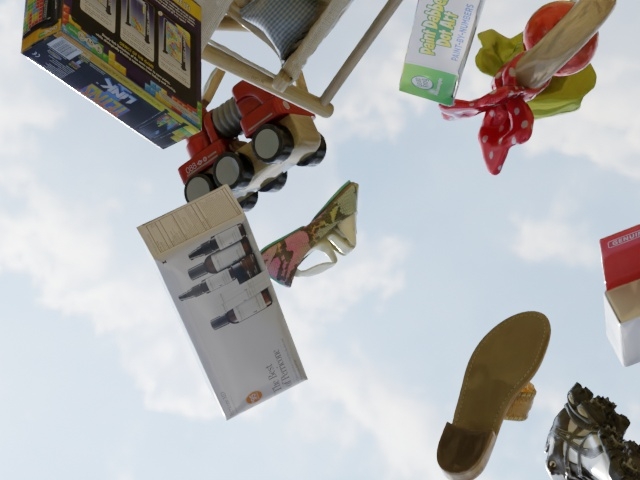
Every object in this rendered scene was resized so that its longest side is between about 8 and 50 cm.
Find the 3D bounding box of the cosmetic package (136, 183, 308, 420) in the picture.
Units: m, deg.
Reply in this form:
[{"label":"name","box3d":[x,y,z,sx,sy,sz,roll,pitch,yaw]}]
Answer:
[{"label":"cosmetic package","box3d":[-0.092,0.066,1.470,0.098,0.239,0.060,-25,-138,-7]}]

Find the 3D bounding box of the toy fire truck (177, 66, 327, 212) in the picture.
[{"label":"toy fire truck","box3d":[-0.121,-0.187,2.239,0.158,0.217,0.246,0,-118,-56]}]

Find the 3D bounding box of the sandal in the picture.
[{"label":"sandal","box3d":[0.212,0.199,1.797,0.088,0.079,0.240,12,-124,33]}]

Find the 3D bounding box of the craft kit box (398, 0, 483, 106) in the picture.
[{"label":"craft kit box","box3d":[0.133,-0.274,1.215,0.060,0.247,0.250,18,-113,1]}]

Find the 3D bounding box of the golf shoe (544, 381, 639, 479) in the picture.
[{"label":"golf shoe","box3d":[0.274,0.223,1.478,0.077,0.094,0.198,33,-168,-13]}]

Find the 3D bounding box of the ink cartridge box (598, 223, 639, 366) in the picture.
[{"label":"ink cartridge box","box3d":[0.529,0.039,2.027,0.296,0.261,0.066,-21,-125,1]}]

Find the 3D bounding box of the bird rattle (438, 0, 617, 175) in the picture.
[{"label":"bird rattle","box3d":[0.226,-0.197,1.590,0.143,0.207,0.253,46,-154,6]}]

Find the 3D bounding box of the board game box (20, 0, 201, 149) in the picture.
[{"label":"board game box","box3d":[-0.170,-0.176,1.243,0.170,0.048,0.141,36,-140,-44]}]

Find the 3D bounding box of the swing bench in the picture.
[{"label":"swing bench","box3d":[-0.052,-0.289,1.543,0.254,0.253,0.165,11,-137,-31]}]

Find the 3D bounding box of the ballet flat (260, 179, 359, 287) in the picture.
[{"label":"ballet flat","box3d":[0.000,0.000,2.034,0.079,0.077,0.221,42,-132,9]}]
